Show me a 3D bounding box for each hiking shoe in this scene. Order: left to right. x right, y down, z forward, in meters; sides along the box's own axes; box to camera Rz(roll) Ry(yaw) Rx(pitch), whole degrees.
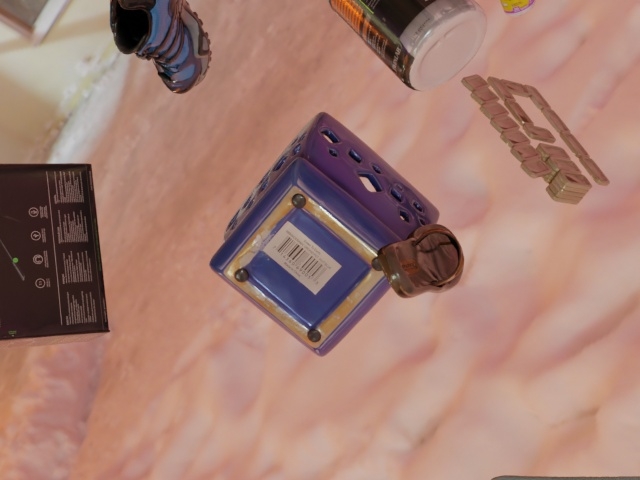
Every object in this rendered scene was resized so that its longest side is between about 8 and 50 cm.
[{"bbox_3d":[-0.238,-0.296,1.349,0.132,0.113,0.304,-49,-20,-22],"label":"hiking shoe"}]

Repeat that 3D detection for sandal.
[{"bbox_3d":[0.135,0.016,1.176,0.060,0.090,0.219,-35,-12,25],"label":"sandal"}]

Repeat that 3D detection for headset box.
[{"bbox_3d":[-0.455,0.027,1.333,0.131,0.283,0.246,-24,73,58],"label":"headset box"}]

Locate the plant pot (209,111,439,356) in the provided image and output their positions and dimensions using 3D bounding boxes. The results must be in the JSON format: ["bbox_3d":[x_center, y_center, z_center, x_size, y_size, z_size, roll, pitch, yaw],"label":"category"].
[{"bbox_3d":[0.000,0.000,1.327,0.236,0.236,0.212,-48,5,23],"label":"plant pot"}]

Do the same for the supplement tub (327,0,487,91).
[{"bbox_3d":[0.085,-0.267,1.084,0.117,0.117,0.190,-49,64,22],"label":"supplement tub"}]

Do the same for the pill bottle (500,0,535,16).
[{"bbox_3d":[0.248,-0.338,1.271,0.043,0.083,0.043,-22,35,16],"label":"pill bottle"}]

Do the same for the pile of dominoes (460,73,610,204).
[{"bbox_3d":[0.317,-0.158,1.490,0.040,0.196,0.251,-56,46,33],"label":"pile of dominoes"}]

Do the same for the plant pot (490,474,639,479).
[{"bbox_3d":[0.365,0.454,1.230,0.248,0.252,0.247,-9,57,34],"label":"plant pot"}]
